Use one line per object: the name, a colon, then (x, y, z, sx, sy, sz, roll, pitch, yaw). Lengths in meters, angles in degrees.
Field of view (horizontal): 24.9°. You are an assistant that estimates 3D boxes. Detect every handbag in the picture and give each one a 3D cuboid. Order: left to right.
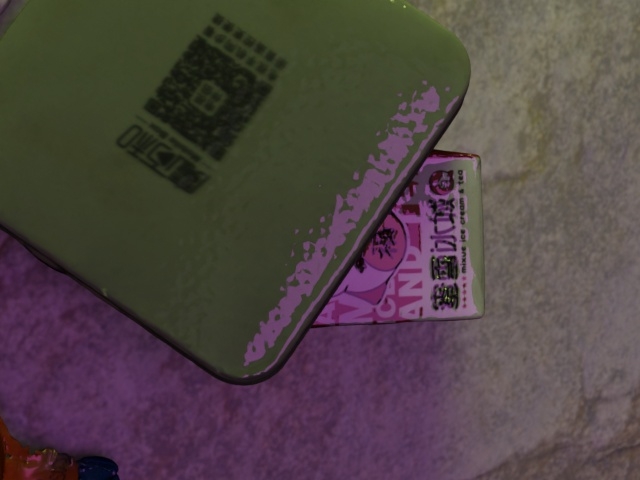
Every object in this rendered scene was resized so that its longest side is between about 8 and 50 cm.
handbag: (0.000, 0.000, 1.389, 0.298, 0.151, 0.171, -2, 90, -10)

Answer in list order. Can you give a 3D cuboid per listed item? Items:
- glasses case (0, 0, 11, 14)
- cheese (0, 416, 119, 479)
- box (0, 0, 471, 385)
glasses case: (-0.268, -0.273, 1.263, 0.041, 0.063, 0.164, 17, 92, -28)
cheese: (-0.328, 0.223, 1.285, 0.329, 0.129, 0.216, 17, 88, -37)
box: (-0.104, -0.107, 1.283, 0.367, 0.090, 0.373, 35, 84, 3)
